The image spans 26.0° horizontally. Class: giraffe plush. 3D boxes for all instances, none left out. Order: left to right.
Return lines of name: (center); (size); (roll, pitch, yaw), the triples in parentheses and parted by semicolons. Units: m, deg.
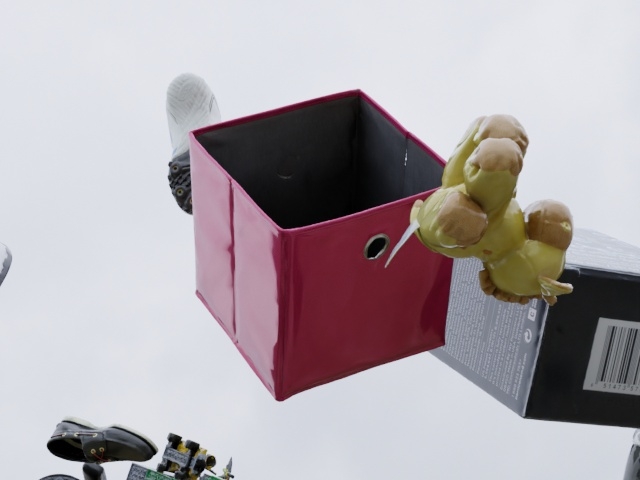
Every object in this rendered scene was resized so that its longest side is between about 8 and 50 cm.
giraffe plush: (0.195, -0.009, 1.474); (0.170, 0.181, 0.210); (32, -61, -7)

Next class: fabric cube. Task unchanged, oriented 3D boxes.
fabric cube: (0.000, 0.000, 1.742); (0.254, 0.259, 0.258); (-16, -51, -25)

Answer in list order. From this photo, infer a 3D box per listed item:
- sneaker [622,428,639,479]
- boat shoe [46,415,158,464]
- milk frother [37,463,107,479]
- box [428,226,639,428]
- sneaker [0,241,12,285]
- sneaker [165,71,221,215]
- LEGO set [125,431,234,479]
sneaker: (0.459, 0.338, 1.558); (0.295, 0.147, 0.104); (25, 2, 2)
boat shoe: (-0.225, 0.214, 1.435); (0.133, 0.042, 0.049); (4, -46, 32)
milk frother: (-0.267, 0.346, 1.621); (0.129, 0.143, 0.135); (-37, -24, -26)
box: (0.341, 0.104, 1.961); (0.293, 0.212, 0.395); (7, 9, -22)
sneaker: (-0.399, 0.060, 1.463); (0.097, 0.235, 0.084); (29, -60, -11)
sneaker: (-0.171, -0.130, 1.956); (0.085, 0.237, 0.086); (-15, -35, 12)
LEGO set: (-0.119, 0.388, 1.472); (0.192, 0.331, 0.255); (24, -18, -37)
